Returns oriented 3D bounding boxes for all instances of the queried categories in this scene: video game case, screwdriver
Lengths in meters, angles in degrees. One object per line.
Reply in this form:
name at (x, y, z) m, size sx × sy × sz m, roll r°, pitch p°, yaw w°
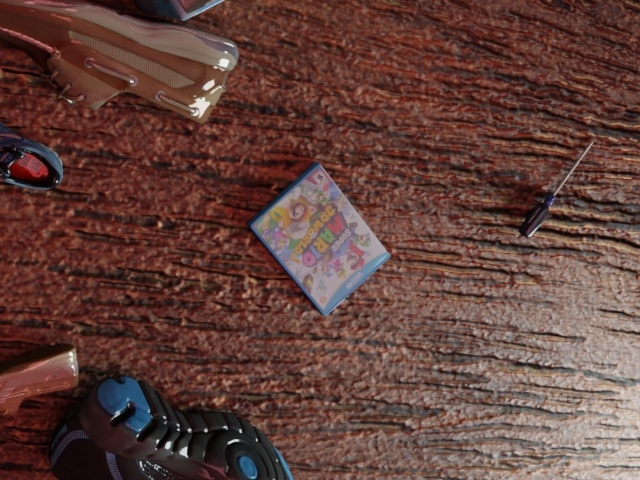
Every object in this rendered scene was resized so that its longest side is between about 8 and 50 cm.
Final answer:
video game case at (0.000, 0.000, 1.379) m, size 0.119 × 0.015 × 0.166 m, roll -42°, pitch 116°, yaw -8°
screwdriver at (0.330, -0.072, 1.497) m, size 0.024 × 0.025 × 0.170 m, roll 41°, pitch 87°, yaw -27°

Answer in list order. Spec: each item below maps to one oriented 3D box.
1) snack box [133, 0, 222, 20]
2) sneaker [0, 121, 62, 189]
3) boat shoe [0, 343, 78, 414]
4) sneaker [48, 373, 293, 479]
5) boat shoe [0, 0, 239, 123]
snack box at (-0.047, -0.338, 1.171) m, size 0.322 × 0.187 × 0.060 m, roll -30°, pitch 114°, yaw -14°
sneaker at (-0.349, -0.099, 1.169) m, size 0.162 × 0.073 × 0.063 m, roll 21°, pitch 95°, yaw -27°
boat shoe at (-0.358, 0.171, 1.244) m, size 0.170 × 0.063 × 0.059 m, roll -17°, pitch 104°, yaw -19°
sneaker at (-0.173, 0.280, 1.344) m, size 0.341 × 0.125 × 0.139 m, roll 34°, pitch 116°, yaw -29°
boat shoe at (-0.246, -0.198, 1.163) m, size 0.324 × 0.123 × 0.116 m, roll 11°, pitch 101°, yaw -24°
